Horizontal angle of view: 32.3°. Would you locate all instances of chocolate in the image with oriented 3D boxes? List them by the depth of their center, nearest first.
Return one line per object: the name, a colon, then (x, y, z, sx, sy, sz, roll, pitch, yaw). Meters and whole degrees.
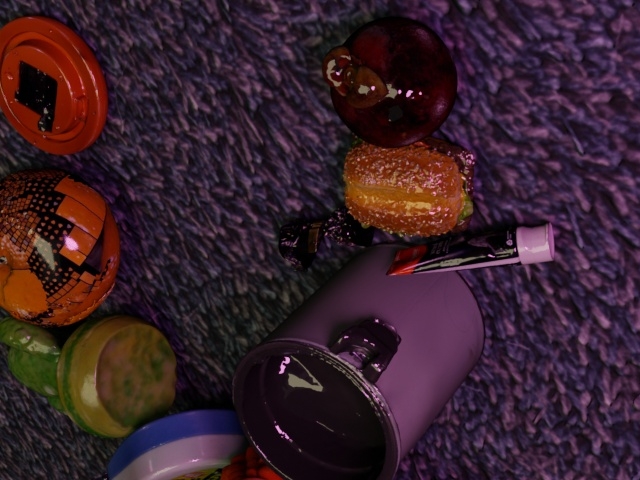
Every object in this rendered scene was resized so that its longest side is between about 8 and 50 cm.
chocolate: (-0.001, -0.003, 1.424, 0.147, 0.070, 0.072, -24, 96, 35)

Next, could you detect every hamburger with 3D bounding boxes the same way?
hamburger: (0.101, -0.061, 1.308, 0.166, 0.087, 0.137, 14, 122, 25)

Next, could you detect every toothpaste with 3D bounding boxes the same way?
toothpaste: (0.173, 0.015, 1.293, 0.193, 0.071, 0.045, -7, 112, 20)

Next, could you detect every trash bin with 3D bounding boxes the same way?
trash bin: (0.052, 0.154, 1.343, 0.217, 0.262, 0.277, 41, 130, 7)

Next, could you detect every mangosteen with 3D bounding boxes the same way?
mangosteen: (0.074, -0.174, 1.226, 0.152, 0.152, 0.152, 15, 122, 26)

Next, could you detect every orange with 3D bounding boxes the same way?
orange: (-0.393, 0.008, 1.608, 0.234, 0.182, 0.234, 15, 115, 36)

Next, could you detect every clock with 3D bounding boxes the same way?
clock: (-0.388, -0.217, 1.566, 0.205, 0.051, 0.205, 15, 121, 26)

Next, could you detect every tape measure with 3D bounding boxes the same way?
tape measure: (-0.251, 0.322, 1.601, 0.215, 0.351, 0.098, -44, 54, 41)

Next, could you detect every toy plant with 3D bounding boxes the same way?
toy plant: (-0.382, 0.202, 1.721, 0.316, 0.184, 0.224, -4, 134, 44)

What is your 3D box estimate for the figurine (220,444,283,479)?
figurine: (-0.027, 0.420, 1.509, 0.241, 0.306, 0.412, 6, 128, 3)
